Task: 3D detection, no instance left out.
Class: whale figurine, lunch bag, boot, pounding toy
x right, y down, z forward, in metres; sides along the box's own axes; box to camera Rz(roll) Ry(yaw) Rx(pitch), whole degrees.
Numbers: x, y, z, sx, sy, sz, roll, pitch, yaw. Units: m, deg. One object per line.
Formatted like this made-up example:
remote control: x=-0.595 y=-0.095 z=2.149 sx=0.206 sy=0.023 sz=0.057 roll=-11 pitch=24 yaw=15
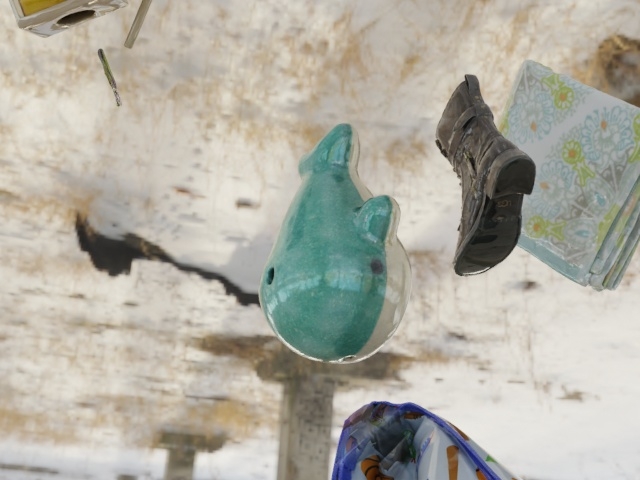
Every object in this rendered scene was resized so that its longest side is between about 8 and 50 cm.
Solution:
whale figurine: x=0.000 y=0.000 z=1.033 sx=0.141 sy=0.272 sz=0.216 roll=7 pitch=155 yaw=-30
lunch bag: x=0.183 y=0.371 z=0.975 sx=0.239 sy=0.385 sz=0.328 roll=-41 pitch=123 yaw=4
boot: x=0.240 y=-0.101 z=1.470 sx=0.091 sy=0.229 sz=0.263 roll=2 pitch=127 yaw=-23
pounding toy: x=-0.288 y=-0.332 z=1.178 sx=0.206 sy=0.181 sz=0.094 roll=-19 pitch=-178 yaw=6

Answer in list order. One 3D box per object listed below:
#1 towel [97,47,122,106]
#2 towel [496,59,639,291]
towel: x=-0.286 y=-0.220 z=1.260 sx=0.009 sy=0.060 sz=0.083 roll=-22 pitch=172 yaw=-10
towel: x=0.447 y=-0.120 z=1.684 sx=0.090 sy=0.320 sz=0.374 roll=7 pitch=-158 yaw=-40
